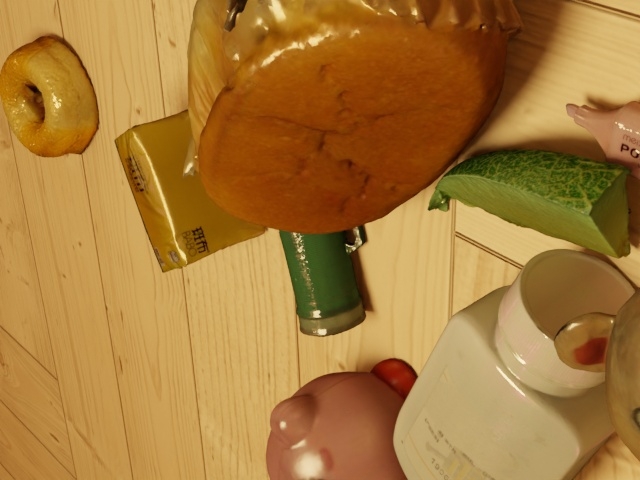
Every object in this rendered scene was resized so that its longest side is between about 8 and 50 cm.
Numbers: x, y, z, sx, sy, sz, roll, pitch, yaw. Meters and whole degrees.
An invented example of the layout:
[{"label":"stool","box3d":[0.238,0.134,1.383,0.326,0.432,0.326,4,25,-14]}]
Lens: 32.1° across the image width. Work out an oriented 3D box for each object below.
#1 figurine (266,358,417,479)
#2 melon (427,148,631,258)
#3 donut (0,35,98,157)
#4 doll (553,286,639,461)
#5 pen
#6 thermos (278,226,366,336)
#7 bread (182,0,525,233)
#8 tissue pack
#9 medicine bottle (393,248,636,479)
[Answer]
[{"label":"figurine","box3d":[0.024,0.222,1.169,0.173,0.173,0.173,33,135,40]},{"label":"melon","box3d":[0.167,-0.032,0.910,0.114,0.053,0.261,38,168,-25]},{"label":"donut","box3d":[-0.391,-0.196,1.576,0.190,0.074,0.174,-5,106,55]},{"label":"doll","box3d":[0.307,0.059,0.659,0.235,0.174,0.330,28,145,-17]},{"label":"pen","box3d":[0.253,-0.058,0.789,0.197,0.032,0.053,33,136,38]},{"label":"thermos","box3d":[-0.005,0.001,1.155,0.083,0.073,0.188,9,117,54]},{"label":"bread","box3d":[0.016,-0.135,0.913,0.388,0.236,0.183,124,137,-67]},{"label":"tissue pack","box3d":[-0.149,-0.062,1.278,0.082,0.120,0.169,-8,103,58]},{"label":"medicine bottle","box3d":[0.168,0.137,0.967,0.161,0.111,0.296,47,145,23]}]
